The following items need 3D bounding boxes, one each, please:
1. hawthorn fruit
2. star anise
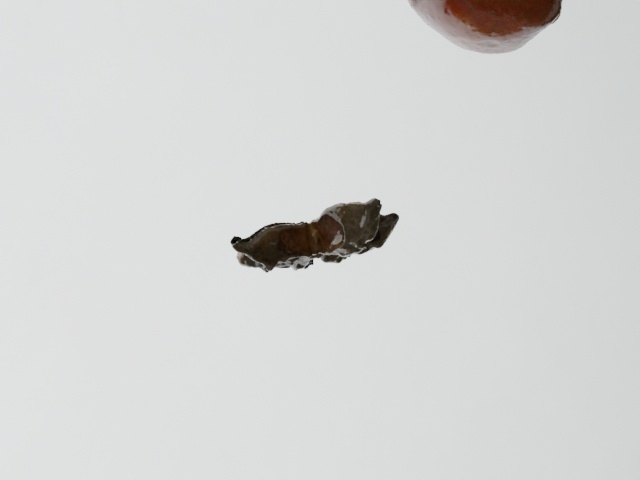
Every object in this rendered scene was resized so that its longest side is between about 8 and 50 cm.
[{"bbox_3d":[0.197,-0.361,1.464,0.299,0.211,0.211,6,-95,-36],"label":"hawthorn fruit"},{"bbox_3d":[-0.001,0.004,1.364,0.172,0.208,0.063,67,-172,-79],"label":"star anise"}]
